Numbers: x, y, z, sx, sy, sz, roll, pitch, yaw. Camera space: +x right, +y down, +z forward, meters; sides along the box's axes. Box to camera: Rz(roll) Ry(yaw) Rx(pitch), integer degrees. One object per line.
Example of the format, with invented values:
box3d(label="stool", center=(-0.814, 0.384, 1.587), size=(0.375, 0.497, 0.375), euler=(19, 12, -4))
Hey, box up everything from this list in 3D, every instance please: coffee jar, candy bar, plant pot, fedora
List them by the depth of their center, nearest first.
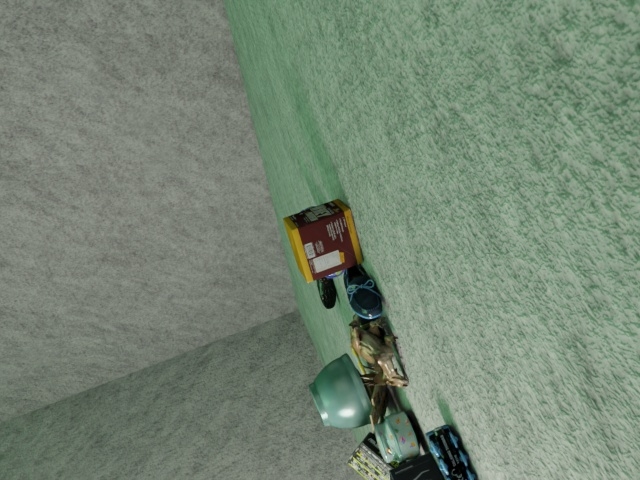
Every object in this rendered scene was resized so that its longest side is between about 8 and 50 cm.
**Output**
box3d(label="coffee jar", center=(0.172, 0.321, 1.853), size=(0.096, 0.079, 0.184), euler=(180, 69, -81))
box3d(label="plant pot", center=(0.070, 0.621, 2.202), size=(0.293, 0.196, 0.293), euler=(160, 90, -82))
box3d(label="fedora", center=(0.202, 0.592, 2.241), size=(0.194, 0.079, 0.194), euler=(158, 90, -83))
box3d(label="candy bar", center=(0.172, 0.548, 2.506), size=(0.040, 0.018, 0.161), euler=(88, 159, -60))

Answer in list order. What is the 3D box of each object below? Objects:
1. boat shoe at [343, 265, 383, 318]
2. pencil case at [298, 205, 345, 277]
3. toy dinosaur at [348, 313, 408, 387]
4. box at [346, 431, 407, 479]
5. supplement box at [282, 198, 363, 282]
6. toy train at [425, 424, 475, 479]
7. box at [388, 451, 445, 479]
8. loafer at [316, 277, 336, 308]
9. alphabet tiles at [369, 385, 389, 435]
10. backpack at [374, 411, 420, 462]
box3d(label="boat shoe", center=(0.117, 0.151, 1.748), size=(0.258, 0.109, 0.089), euler=(-129, 25, -58))
box3d(label="pencil case", center=(0.000, 0.000, 2.035), size=(0.133, 0.119, 0.306), euler=(39, -164, -46))
box3d(label="toy dinosaur", center=(0.158, 0.347, 1.756), size=(0.295, 0.127, 0.200), euler=(56, 157, 24))
box3d(label="box", center=(0.240, 0.841, 2.010), size=(0.270, 0.060, 0.216), euler=(37, 140, 15))
box3d(label="supplement box", center=(0.008, -0.002, 1.766), size=(0.129, 0.194, 0.191), euler=(-131, 23, -65))
box3d(label="toy train", center=(0.341, 0.574, 1.446), size=(0.105, 0.080, 0.184), euler=(71, 175, -78))
box3d(label="box", center=(0.328, 0.811, 1.759), size=(0.108, 0.153, 0.207), euler=(80, 168, -48))
box3d(label="loafer", center=(0.023, 0.198, 2.478), size=(0.078, 0.076, 0.223), euler=(-123, 20, -73))
box3d(label="alphabet tiles", center=(0.217, 0.601, 2.029), size=(0.198, 0.009, 0.237), euler=(-64, -28, -44))
box3d(label="backpack", center=(0.263, 0.670, 1.877), size=(0.188, 0.144, 0.165), euler=(101, 154, -66))
